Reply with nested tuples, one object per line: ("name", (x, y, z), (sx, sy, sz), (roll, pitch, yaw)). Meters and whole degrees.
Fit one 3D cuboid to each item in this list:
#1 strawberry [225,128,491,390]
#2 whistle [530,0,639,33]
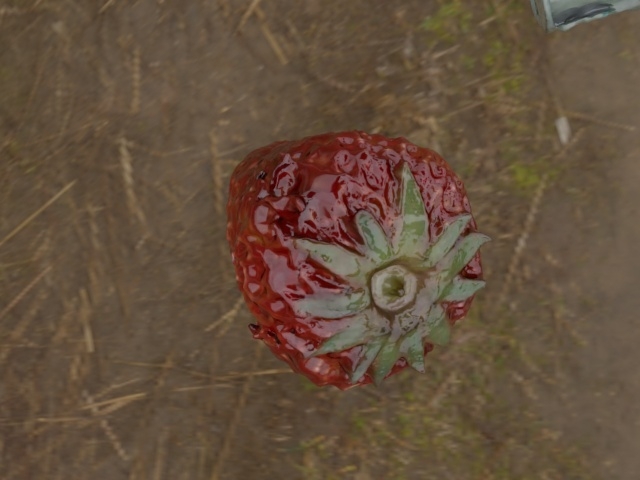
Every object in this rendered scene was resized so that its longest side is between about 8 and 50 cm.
("strawberry", (0.000, 0.000, 1.181), (0.205, 0.244, 0.205), (-13, 116, -28))
("whistle", (0.251, -0.160, 0.616), (0.346, 0.142, 0.134), (-17, 53, 5))
